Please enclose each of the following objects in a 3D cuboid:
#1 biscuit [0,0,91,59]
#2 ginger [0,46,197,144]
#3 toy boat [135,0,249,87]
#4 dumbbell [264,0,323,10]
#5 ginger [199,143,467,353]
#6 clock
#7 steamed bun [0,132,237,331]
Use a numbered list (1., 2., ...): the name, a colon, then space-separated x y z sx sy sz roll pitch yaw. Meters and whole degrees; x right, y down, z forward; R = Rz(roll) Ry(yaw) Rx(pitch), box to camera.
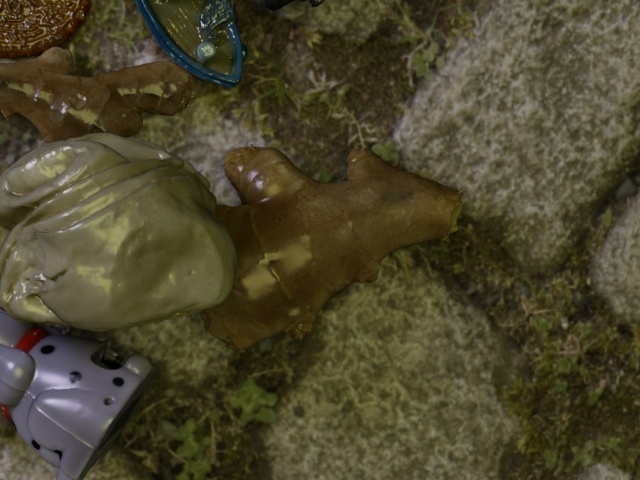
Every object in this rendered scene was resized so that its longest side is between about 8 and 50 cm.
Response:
1. biscuit: -0.393 -0.289 1.636 0.206 0.025 0.126 22 88 -11
2. ginger: -0.319 -0.171 1.623 0.333 0.081 0.148 10 91 -16
3. toy boat: -0.163 -0.293 1.639 0.109 0.098 0.238 -32 96 -18
4. dumbbell: -0.081 -0.393 1.662 0.110 0.110 0.254 -40 92 -8
5. ginger: -0.014 -0.017 1.696 0.375 0.166 0.236 -27 60 -29
6. clock: -0.347 0.163 1.597 0.254 0.189 0.189 28 86 2
7. steamed bun: -0.252 -0.028 1.518 0.276 0.289 0.203 -11 108 -20
